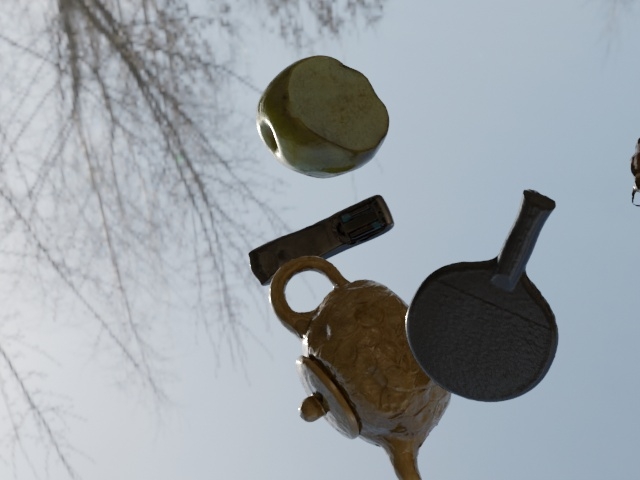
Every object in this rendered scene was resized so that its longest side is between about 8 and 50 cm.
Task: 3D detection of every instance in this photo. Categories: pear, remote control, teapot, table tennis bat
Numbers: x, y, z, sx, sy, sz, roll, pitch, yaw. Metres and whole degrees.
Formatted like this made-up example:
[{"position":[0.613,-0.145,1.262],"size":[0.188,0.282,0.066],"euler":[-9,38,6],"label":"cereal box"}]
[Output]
[{"position":[-0.003,-0.122,1.128],"size":[0.141,0.104,0.141],"euler":[11,-122,-19],"label":"pear"},{"position":[0.000,0.000,1.478],"size":[0.212,0.028,0.059],"euler":[-25,-95,4],"label":"remote control"},{"position":[0.036,0.154,1.269],"size":[0.167,0.203,0.311],"euler":[-32,-106,-17],"label":"teapot"},{"position":[0.167,0.058,1.018],"size":[0.150,0.236,0.027],"euler":[24,-151,11],"label":"table tennis bat"}]

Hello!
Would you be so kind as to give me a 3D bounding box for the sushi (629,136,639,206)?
[{"position":[0.505,-0.052,1.371],"size":[0.179,0.167,0.296],"euler":[-22,-117,20],"label":"sushi"}]
